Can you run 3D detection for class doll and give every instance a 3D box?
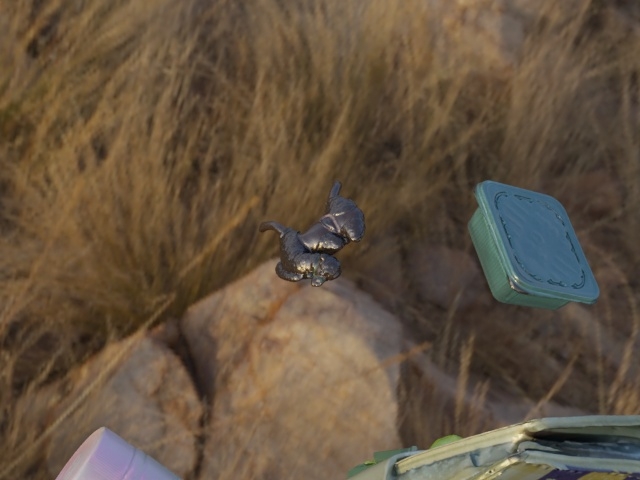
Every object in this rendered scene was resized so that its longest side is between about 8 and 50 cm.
[{"bbox_3d":[0.000,0.000,1.561,0.139,0.057,0.165,-29,32,-5],"label":"doll"}]

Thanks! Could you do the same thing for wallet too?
[{"bbox_3d":[0.087,0.201,0.881,0.223,0.309,0.077,17,48,-43],"label":"wallet"}]

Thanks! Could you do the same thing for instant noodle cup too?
[{"bbox_3d":[0.267,0.017,1.620,0.157,0.070,0.179,10,47,-32],"label":"instant noodle cup"}]

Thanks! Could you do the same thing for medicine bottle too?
[{"bbox_3d":[-0.248,0.392,1.754,0.254,0.152,0.152,39,38,-11],"label":"medicine bottle"}]

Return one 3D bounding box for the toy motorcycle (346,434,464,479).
[{"bbox_3d":[0.167,0.473,2.186,0.191,0.326,0.200,48,46,-35],"label":"toy motorcycle"}]
